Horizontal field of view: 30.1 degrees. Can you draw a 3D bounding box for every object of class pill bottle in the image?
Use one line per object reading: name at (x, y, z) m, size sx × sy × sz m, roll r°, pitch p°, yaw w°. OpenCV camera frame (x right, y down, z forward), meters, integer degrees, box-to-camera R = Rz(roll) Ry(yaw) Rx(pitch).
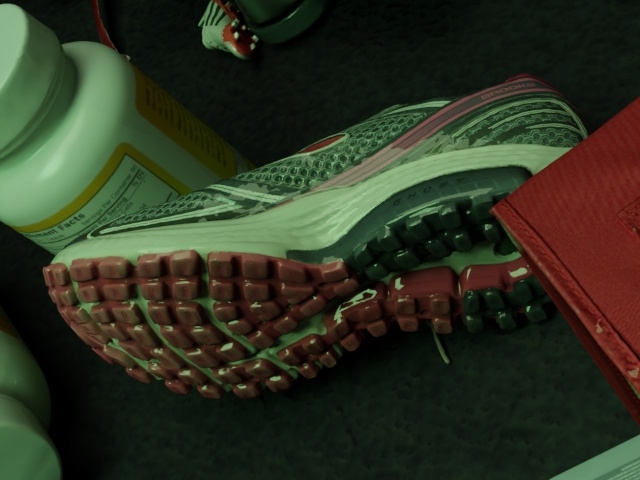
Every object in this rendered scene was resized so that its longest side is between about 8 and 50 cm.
pill bottle at (-0.257, 0.094, 0.772) m, size 0.136 × 0.136 × 0.245 m, roll -51°, pitch 42°, yaw 1°
pill bottle at (-0.126, -0.042, 0.697) m, size 0.117 × 0.208 × 0.118 m, roll -22°, pitch 50°, yaw 29°

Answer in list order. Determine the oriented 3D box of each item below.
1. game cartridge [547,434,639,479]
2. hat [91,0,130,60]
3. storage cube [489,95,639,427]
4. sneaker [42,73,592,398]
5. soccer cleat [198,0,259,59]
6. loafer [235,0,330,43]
game cartridge at (0.130, 0.118, 0.511) m, size 0.083 × 0.017 × 0.056 m, roll -32°, pitch 42°, yaw 21°
hat at (-0.225, -0.234, 1.054) m, size 0.173 × 0.184 × 0.208 m, roll -17°, pitch 10°, yaw 24°
storage cube at (0.203, 0.034, 0.365) m, size 0.193 × 0.215 × 0.184 m, roll -38°, pitch 43°, yaw 6°
sneaker at (0.000, 0.000, 0.625) m, size 0.299 × 0.121 × 0.112 m, roll -12°, pitch 45°, yaw 12°
soccer cleat at (-0.068, -0.147, 0.856) m, size 0.035 × 0.029 × 0.083 m, roll -47°, pitch 38°, yaw 19°
loafer at (-0.050, -0.259, 0.872) m, size 0.096 × 0.084 × 0.268 m, roll -33°, pitch 46°, yaw 22°
